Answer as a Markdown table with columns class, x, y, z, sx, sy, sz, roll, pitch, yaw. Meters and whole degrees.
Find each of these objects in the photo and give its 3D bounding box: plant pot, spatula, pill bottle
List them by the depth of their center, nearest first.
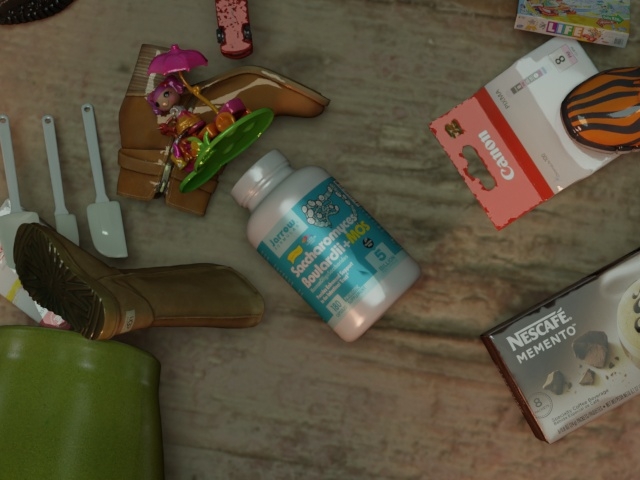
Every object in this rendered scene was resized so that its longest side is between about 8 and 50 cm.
| class | x | y | z | sx | sy | sz | roll | pitch | yaw |
| --- | --- | --- | --- | --- | --- | --- | --- | --- | --- |
| plant pot | -0.350 | 0.303 | 1.633 | 0.366 | 0.366 | 0.353 | 8 | 74 | 3 |
| pill bottle | 0.000 | 0.000 | 1.721 | 0.146 | 0.146 | 0.264 | -45 | 85 | -1 |
| spatula | -0.369 | -0.078 | 1.762 | 0.168 | 0.019 | 0.242 | -9 | 71 | -14 |

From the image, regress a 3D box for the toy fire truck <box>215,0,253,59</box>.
| class | x | y | z | sx | sy | sz | roll | pitch | yaw |
| --- | --- | --- | --- | --- | --- | --- | --- | --- | --- |
| toy fire truck | -0.123 | -0.339 | 1.760 | 0.047 | 0.135 | 0.192 | -7 | 86 | 0 |

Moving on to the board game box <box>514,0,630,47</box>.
| class | x | y | z | sx | sy | sz | roll | pitch | yaw |
| --- | --- | --- | --- | --- | --- | --- | --- | --- | --- |
| board game box | 0.350 | -0.321 | 1.762 | 0.154 | 0.026 | 0.103 | 11 | 47 | 3 |

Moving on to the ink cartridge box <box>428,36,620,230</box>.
| class | x | y | z | sx | sy | sz | roll | pitch | yaw |
| --- | --- | --- | --- | --- | --- | --- | --- | --- | --- |
| ink cartridge box | 0.299 | -0.153 | 1.767 | 0.232 | 0.066 | 0.189 | -32 | 85 | -5 |

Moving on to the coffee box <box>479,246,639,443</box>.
| class | x | y | z | sx | sy | sz | roll | pitch | yaw |
| --- | --- | --- | --- | --- | --- | --- | --- | --- | --- |
| coffee box | 0.385 | 0.128 | 1.705 | 0.297 | 0.119 | 0.168 | -28 | 86 | 0 |

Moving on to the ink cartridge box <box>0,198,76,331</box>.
| class | x | y | z | sx | sy | sz | roll | pitch | yaw |
| --- | --- | --- | --- | --- | --- | --- | --- | --- | --- |
| ink cartridge box | -0.400 | 0.036 | 1.775 | 0.198 | 0.067 | 0.115 | 36 | 87 | 5 |

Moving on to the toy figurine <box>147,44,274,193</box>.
| class | x | y | z | sx | sy | sz | roll | pitch | yaw |
| --- | --- | --- | --- | --- | --- | --- | --- | --- | --- |
| toy figurine | -0.173 | -0.175 | 1.681 | 0.173 | 0.130 | 0.159 | -43 | 80 | 30 |

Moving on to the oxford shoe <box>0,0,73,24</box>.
| class | x | y | z | sx | sy | sz | roll | pitch | yaw |
| --- | --- | --- | --- | --- | --- | --- | --- | --- | --- |
| oxford shoe | -0.387 | -0.385 | 1.815 | 0.227 | 0.083 | 0.096 | -30 | 65 | 0 |

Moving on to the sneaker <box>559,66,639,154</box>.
| class | x | y | z | sx | sy | sz | roll | pitch | yaw |
| --- | --- | --- | --- | --- | --- | --- | --- | --- | --- |
| sneaker | 0.483 | -0.207 | 1.664 | 0.321 | 0.180 | 0.125 | -12 | 78 | -14 |

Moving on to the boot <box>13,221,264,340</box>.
| class | x | y | z | sx | sy | sz | roll | pitch | yaw |
| --- | --- | --- | --- | --- | --- | --- | --- | --- | --- |
| boot | -0.244 | 0.055 | 1.694 | 0.236 | 0.269 | 0.089 | 42 | 118 | 32 |

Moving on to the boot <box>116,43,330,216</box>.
| class | x | y | z | sx | sy | sz | roll | pitch | yaw |
| --- | --- | --- | --- | --- | --- | --- | --- | --- | --- |
| boot | -0.141 | -0.139 | 1.764 | 0.283 | 0.109 | 0.220 | 11 | 93 | -7 |
